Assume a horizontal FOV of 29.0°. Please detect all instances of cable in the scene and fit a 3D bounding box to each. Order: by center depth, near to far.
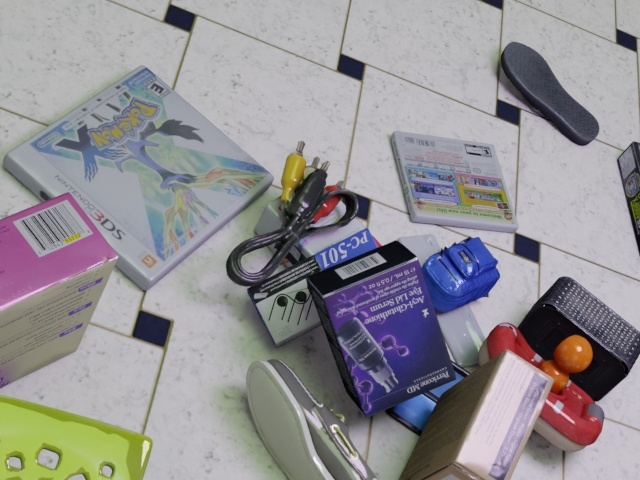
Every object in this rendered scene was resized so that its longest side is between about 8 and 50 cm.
[{"bbox_3d":[-0.042,-0.019,1.910,0.139,0.072,0.287,41,60,-15],"label":"cable"}]

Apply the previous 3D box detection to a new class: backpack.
[{"bbox_3d":[0.221,0.051,2.024,0.120,0.101,0.098,-23,60,-28],"label":"backpack"}]

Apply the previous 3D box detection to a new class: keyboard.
[{"bbox_3d":[0.207,0.096,2.058,0.072,0.014,0.256,-9,59,-26],"label":"keyboard"}]

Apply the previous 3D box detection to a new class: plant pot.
[{"bbox_3d":[-0.347,0.332,1.453,0.227,0.228,0.207,17,56,-14],"label":"plant pot"}]

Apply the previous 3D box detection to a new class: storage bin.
[{"bbox_3d":[0.426,0.163,2.039,0.180,0.122,0.084,40,47,6],"label":"storage bin"}]

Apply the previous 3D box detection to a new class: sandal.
[{"bbox_3d":[0.442,-0.283,2.452,0.254,0.054,0.097,49,56,2],"label":"sandal"}]

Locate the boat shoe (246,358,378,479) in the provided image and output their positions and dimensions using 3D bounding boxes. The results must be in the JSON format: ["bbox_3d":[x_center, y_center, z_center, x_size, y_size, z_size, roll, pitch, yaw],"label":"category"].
[{"bbox_3d":[0.000,0.294,1.735,0.091,0.109,0.305,-20,72,-37],"label":"boat shoe"}]

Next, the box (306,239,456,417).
[{"bbox_3d":[0.089,0.128,1.805,0.153,0.108,0.207,-23,108,-8],"label":"box"}]

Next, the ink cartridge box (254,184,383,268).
[{"bbox_3d":[0.000,0.000,1.982,0.127,0.072,0.175,-31,73,-38],"label":"ink cartridge box"}]

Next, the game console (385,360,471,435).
[{"bbox_3d":[0.179,0.242,1.891,0.122,0.107,0.071,34,19,0],"label":"game console"}]

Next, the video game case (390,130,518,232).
[{"bbox_3d":[0.240,-0.105,2.222,0.212,0.023,0.193,6,53,-24],"label":"video game case"}]

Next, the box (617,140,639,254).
[{"bbox_3d":[0.702,-0.053,2.391,0.216,0.060,0.270,12,51,-20],"label":"box"}]

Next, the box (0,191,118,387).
[{"bbox_3d":[-0.405,0.082,1.597,0.213,0.243,0.117,-27,70,-38],"label":"box"}]

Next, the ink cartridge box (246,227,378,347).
[{"bbox_3d":[0.002,0.072,1.873,0.207,0.046,0.097,-26,77,-6],"label":"ink cartridge box"}]

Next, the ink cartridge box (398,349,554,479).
[{"bbox_3d":[0.210,0.282,1.739,0.088,0.235,0.193,32,61,-4],"label":"ink cartridge box"}]

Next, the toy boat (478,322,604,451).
[{"bbox_3d":[0.364,0.207,1.933,0.231,0.151,0.151,39,21,4],"label":"toy boat"}]

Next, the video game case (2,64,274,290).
[{"bbox_3d":[-0.278,-0.109,1.952,0.300,0.036,0.329,41,47,7],"label":"video game case"}]
